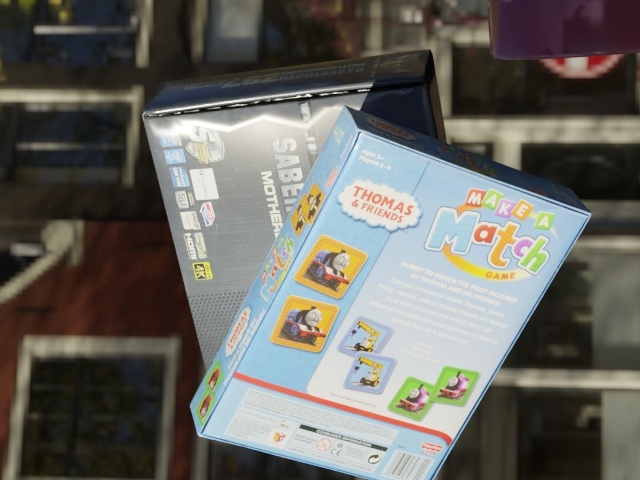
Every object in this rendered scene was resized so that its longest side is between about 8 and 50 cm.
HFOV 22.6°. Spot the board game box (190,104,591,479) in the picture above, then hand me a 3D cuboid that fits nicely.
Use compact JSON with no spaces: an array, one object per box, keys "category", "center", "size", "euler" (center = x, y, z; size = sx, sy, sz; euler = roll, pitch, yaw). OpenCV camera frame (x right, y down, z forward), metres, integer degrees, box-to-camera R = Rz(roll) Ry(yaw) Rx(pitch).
[{"category":"board game box","center":[0.039,0.042,0.944],"size":[0.211,0.160,0.039],"euler":[-61,26,21]}]

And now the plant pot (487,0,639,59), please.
[{"category":"plant pot","center":[0.235,-0.246,1.322],"size":[0.201,0.201,0.180],"euler":[-57,-36,-78]}]

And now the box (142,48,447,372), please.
[{"category":"box","center":[0.000,0.000,1.050],"size":[0.059,0.183,0.233],"euler":[-75,-23,-61]}]
